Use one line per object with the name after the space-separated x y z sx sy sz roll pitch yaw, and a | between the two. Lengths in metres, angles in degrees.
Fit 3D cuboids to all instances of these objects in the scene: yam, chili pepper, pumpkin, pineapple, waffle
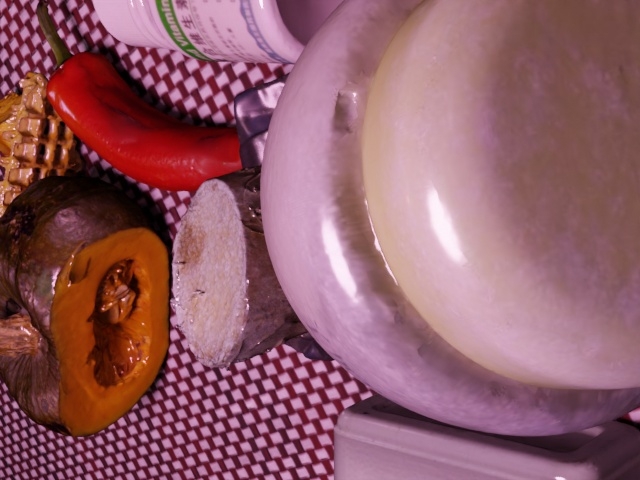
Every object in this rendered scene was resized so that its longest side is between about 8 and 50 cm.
0.000 0.000 0.896 0.154 0.254 0.154 45 144 47 | yam
-0.177 -0.129 1.142 0.368 0.092 0.137 28 108 23 | chili pepper
-0.293 0.090 1.245 0.139 0.221 0.317 30 129 29 | pumpkin
-0.371 -0.120 1.330 0.114 0.077 0.114 4 126 47 | pineapple
-0.335 -0.082 1.239 0.046 0.192 0.161 17 153 23 | waffle

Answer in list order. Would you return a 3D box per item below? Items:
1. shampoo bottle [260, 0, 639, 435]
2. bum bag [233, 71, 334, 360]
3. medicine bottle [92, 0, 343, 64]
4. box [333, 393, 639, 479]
0.120 -0.036 0.717 0.323 0.322 0.317 67 161 -4 | shampoo bottle
-0.016 -0.021 1.023 0.137 0.074 0.310 6 112 11 | bum bag
-0.088 -0.227 0.957 0.236 0.139 0.139 11 117 39 | medicine bottle
0.147 0.241 0.949 0.311 0.175 0.183 6 105 42 | box
